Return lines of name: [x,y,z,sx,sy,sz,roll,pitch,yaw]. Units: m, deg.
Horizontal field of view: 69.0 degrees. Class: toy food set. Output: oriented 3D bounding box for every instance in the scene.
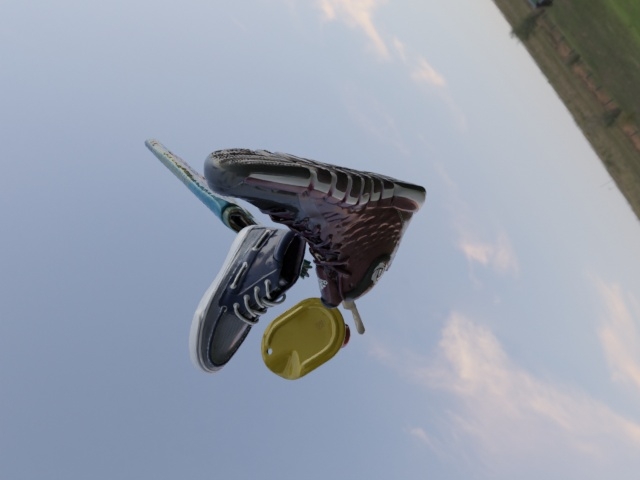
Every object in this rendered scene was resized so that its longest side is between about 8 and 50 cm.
toy food set: [-0.008,0.182,0.902,0.128,0.218,0.071,61,-170,26]

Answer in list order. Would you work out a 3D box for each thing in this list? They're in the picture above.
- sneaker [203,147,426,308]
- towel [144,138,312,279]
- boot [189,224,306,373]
sneaker: [0.000,0.000,0.502,0.281,0.162,0.106,4,-164,-39]
towel: [-0.192,-0.074,0.960,0.370,0.040,0.271,39,179,41]
boot: [-0.082,0.066,0.540,0.069,0.086,0.190,38,-118,-45]
